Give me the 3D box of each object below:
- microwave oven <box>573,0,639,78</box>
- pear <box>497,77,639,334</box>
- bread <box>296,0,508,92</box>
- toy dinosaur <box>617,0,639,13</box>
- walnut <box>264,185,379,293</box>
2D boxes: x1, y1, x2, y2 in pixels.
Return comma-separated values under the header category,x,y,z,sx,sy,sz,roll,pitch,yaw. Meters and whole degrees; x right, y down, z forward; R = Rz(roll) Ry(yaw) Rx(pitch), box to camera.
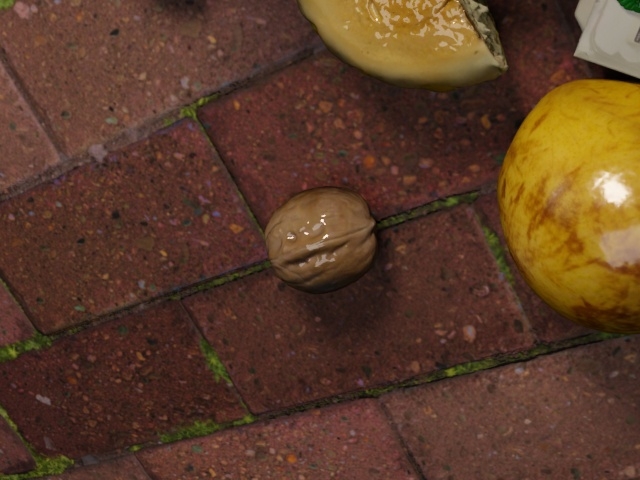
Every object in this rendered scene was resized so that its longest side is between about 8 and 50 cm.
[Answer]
category,x,y,z,sx,sy,sz,roll,pitch,yaw
microwave oven,0.362,-0.275,0.951,0.162,0.122,0.208,22,124,9
pear,0.323,-0.039,1.013,0.280,0.281,0.281,10,121,16
bread,0.109,-0.329,0.996,0.333,0.160,0.333,9,119,16
toy dinosaur,0.313,-0.235,0.907,0.060,0.029,0.120,-6,123,41
walnut,0.000,0.000,1.246,0.162,0.140,0.140,-20,110,19
